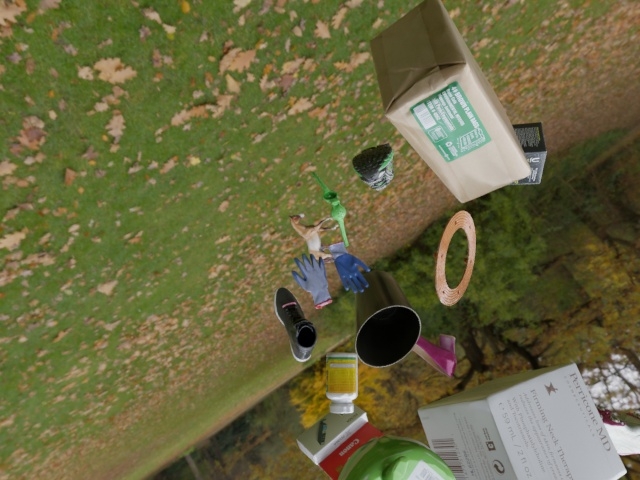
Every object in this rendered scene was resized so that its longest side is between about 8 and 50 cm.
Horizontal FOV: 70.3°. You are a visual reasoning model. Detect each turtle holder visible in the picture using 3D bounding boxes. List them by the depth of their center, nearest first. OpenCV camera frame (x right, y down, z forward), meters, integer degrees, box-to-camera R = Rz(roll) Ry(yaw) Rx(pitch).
[{"bbox_3d":[0.133,0.559,0.919,0.243,0.320,0.227,14,171,-13],"label":"turtle holder"}]

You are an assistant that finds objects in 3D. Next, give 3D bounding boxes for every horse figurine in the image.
[{"bbox_3d":[0.000,0.000,1.761,0.174,0.263,0.066,-14,-147,14],"label":"horse figurine"}]

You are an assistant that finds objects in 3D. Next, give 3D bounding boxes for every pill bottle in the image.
[{"bbox_3d":[0.078,0.519,1.666,0.118,0.208,0.117,1,165,0],"label":"pill bottle"}]

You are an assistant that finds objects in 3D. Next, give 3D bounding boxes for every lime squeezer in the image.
[{"bbox_3d":[0.048,-0.131,1.660,0.059,0.310,0.110,-26,174,2],"label":"lime squeezer"}]

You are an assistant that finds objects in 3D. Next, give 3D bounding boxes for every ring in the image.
[{"bbox_3d":[0.469,0.061,1.595,0.032,0.336,0.337,9,-162,38],"label":"ring"}]

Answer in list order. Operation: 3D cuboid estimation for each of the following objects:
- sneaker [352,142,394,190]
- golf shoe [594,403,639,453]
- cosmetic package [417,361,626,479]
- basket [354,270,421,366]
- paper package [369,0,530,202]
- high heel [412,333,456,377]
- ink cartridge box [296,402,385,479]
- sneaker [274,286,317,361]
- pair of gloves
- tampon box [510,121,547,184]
[{"bbox_3d":[0.200,-0.238,1.534,0.134,0.146,0.343,-13,-167,18],"label":"sneaker"},{"bbox_3d":[0.908,0.598,1.414,0.115,0.306,0.140,-53,155,-77],"label":"golf shoe"},{"bbox_3d":[0.577,0.590,1.349,0.394,0.329,0.327,-8,159,-29],"label":"cosmetic package"},{"bbox_3d":[0.166,0.195,1.245,0.227,0.154,0.204,-93,-153,-63],"label":"basket"},{"bbox_3d":[0.270,-0.289,0.955,0.168,0.309,0.325,-29,133,27],"label":"paper package"},{"bbox_3d":[0.275,0.329,1.343,0.244,0.117,0.082,7,151,10],"label":"high heel"},{"bbox_3d":[0.090,0.839,1.934,0.296,0.066,0.261,-30,-152,-28],"label":"ink cartridge box"},{"bbox_3d":[-0.086,0.289,1.685,0.105,0.295,0.147,-13,159,-24],"label":"sneaker"},{"bbox_3d":[0.030,0.085,1.190,0.198,0.159,0.023,-18,156,-19],"label":"pair of gloves"},{"bbox_3d":[0.467,-0.213,1.140,0.161,0.101,0.120,-1,147,16],"label":"tampon box"}]
